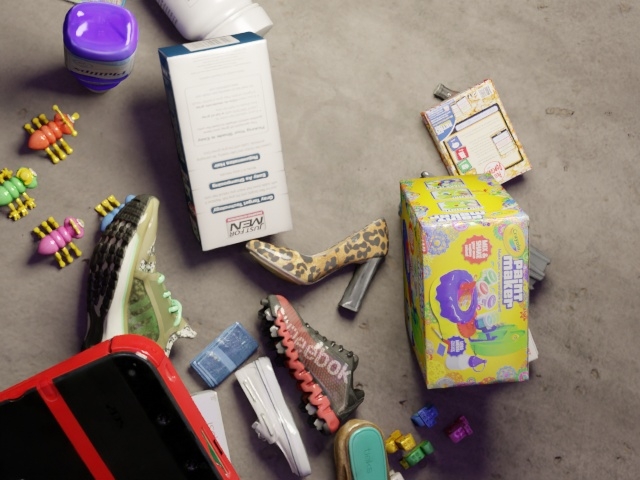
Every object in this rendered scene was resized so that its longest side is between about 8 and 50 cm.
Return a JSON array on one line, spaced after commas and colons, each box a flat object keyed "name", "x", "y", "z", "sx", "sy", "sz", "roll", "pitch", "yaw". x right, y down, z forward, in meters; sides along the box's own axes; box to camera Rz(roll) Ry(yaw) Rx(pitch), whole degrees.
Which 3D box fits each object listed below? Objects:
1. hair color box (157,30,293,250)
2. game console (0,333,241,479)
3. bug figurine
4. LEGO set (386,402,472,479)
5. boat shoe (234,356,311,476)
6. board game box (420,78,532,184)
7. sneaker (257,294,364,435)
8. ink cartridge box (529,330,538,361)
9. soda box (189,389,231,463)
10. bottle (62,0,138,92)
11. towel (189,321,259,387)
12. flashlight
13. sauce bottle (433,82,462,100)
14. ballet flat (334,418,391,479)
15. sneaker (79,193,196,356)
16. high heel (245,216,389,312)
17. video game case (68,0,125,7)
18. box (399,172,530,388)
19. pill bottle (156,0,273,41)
[{"name": "hair color box", "x": -0.163, "y": -0.173, "z": 1.669, "sx": 0.174, "sy": 0.105, "sz": 0.347, "roll": -13, "pitch": 113, "yaw": -14}, {"name": "game console", "x": -0.344, "y": 0.368, "z": 1.576, "sx": 0.342, "sy": 0.060, "sz": 0.386, "roll": -25, "pitch": 107, "yaw": 8}, {"name": "bug figurine", "x": -0.446, "y": -0.086, "z": 1.677, "sx": 0.216, "sy": 0.072, "sz": 0.279, "roll": -42, "pitch": 95, "yaw": -14}, {"name": "LEGO set", "x": 0.179, "y": 0.376, "z": 1.770, "sx": 0.227, "sy": 0.093, "sz": 0.087, "roll": -36, "pitch": 93, "yaw": -14}, {"name": "boat shoe", "x": -0.087, "y": 0.326, "z": 1.727, "sx": 0.076, "sy": 0.083, "sz": 0.226, "roll": -22, "pitch": 78, "yaw": -3}, {"name": "board game box", "x": 0.302, "y": -0.193, "z": 1.857, "sx": 0.146, "sy": 0.045, "sz": 0.193, "roll": -27, "pitch": 99, "yaw": -3}, {"name": "sneaker", "x": -0.010, "y": 0.209, "z": 1.740, "sx": 0.135, "sy": 0.097, "sz": 0.276, "roll": -29, "pitch": 94, "yaw": -15}, {"name": "ink cartridge box", "x": 0.336, "y": 0.205, "z": 1.845, "sx": 0.135, "sy": 0.056, "sz": 0.099, "roll": -20, "pitch": 90, "yaw": -14}, {"name": "soda box", "x": -0.199, "y": 0.376, "z": 1.688, "sx": 0.069, "sy": 0.074, "sz": 0.216, "roll": -11, "pitch": 87, "yaw": -14}, {"name": "bottle", "x": -0.371, "y": -0.314, "z": 1.610, "sx": 0.118, "sy": 0.283, "sz": 0.092, "roll": 3, "pitch": 83, "yaw": -14}, {"name": "towel", "x": -0.173, "y": 0.206, "z": 1.735, "sx": 0.119, "sy": 0.029, "sz": 0.067, "roll": -42, "pitch": 96, "yaw": -14}, {"name": "flashlight", "x": 0.299, "y": -0.016, "z": 1.836, "sx": 0.304, "sy": 0.103, "sz": 0.103, "roll": 30, "pitch": 83, "yaw": -8}, {"name": "sauce bottle", "x": 0.283, "y": -0.268, "z": 1.889, "sx": 0.128, "sy": 0.042, "sz": 0.042, "roll": 30, "pitch": 78, "yaw": -11}, {"name": "ballet flat", "x": 0.076, "y": 0.488, "z": 1.716, "sx": 0.116, "sy": 0.124, "sz": 0.342, "roll": -9, "pitch": 89, "yaw": -20}, {"name": "sneaker", "x": -0.303, "y": 0.123, "z": 1.659, "sx": 0.182, "sy": 0.158, "sz": 0.410, "roll": 6, "pitch": 98, "yaw": -32}, {"name": "high heel", "x": 0.000, "y": 0.000, "z": 1.762, "sx": 0.261, "sy": 0.093, "sz": 0.186, "roll": 27, "pitch": 82, "yaw": -24}, {"name": "video game case", "x": -0.431, "y": -0.489, "z": 1.752, "sx": 0.166, "sy": 0.015, "sz": 0.119, "roll": 16, "pitch": 80, "yaw": -11}, {"name": "box", "x": 0.245, "y": 0.060, "z": 1.665, "sx": 0.177, "sy": 0.279, "sz": 0.290, "roll": -5, "pitch": 108, "yaw": -2}, {"name": "pill bottle", "x": -0.222, "y": -0.464, "z": 1.726, "sx": 0.160, "sy": 0.160, "sz": 0.283, "roll": -37, "pitch": 94, "yaw": -14}]
